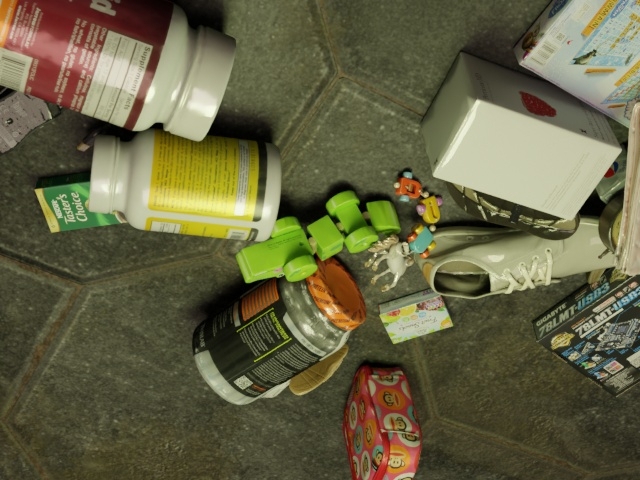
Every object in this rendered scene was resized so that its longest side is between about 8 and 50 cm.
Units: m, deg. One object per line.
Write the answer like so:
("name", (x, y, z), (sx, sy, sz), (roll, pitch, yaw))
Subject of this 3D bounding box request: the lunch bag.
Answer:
("lunch bag", (0.132, 0.457, 2.202), (0.120, 0.293, 0.258), (6, 128, -14))

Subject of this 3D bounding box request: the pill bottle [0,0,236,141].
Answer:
("pill bottle", (-0.353, -0.313, 1.585), (0.392, 0.224, 0.224), (18, 126, -17))

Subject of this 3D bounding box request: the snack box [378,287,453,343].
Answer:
("snack box", (0.210, 0.165, 2.129), (0.141, 0.037, 0.100), (-19, 129, 12))

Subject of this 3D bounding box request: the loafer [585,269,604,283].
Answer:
("loafer", (0.597, 0.033, 2.031), (0.050, 0.056, 0.148), (9, 129, -2))

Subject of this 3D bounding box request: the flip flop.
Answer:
("flip flop", (0.373, -0.088, 1.883), (0.277, 0.080, 0.112), (21, 131, 8))

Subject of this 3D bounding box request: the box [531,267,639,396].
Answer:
("box", (0.678, 0.193, 2.157), (0.293, 0.073, 0.295), (34, 120, -26))

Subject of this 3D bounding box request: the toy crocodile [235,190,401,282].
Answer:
("toy crocodile", (0.000, 0.000, 1.900), (0.341, 0.115, 0.105), (-23, 159, -13))

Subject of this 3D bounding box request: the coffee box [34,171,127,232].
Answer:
("coffee box", (-0.452, -0.078, 1.889), (0.184, 0.040, 0.113), (-6, 129, 2))

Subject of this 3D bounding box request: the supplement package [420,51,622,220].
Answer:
("supplement package", (0.358, -0.189, 1.757), (0.293, 0.177, 0.175), (16, 127, -16))

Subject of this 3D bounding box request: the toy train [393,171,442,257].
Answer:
("toy train", (0.180, -0.047, 1.918), (0.125, 0.166, 0.046), (9, 174, -34))

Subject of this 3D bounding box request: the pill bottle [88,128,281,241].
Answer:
("pill bottle", (-0.250, -0.105, 1.775), (0.334, 0.187, 0.187), (6, 129, -13))

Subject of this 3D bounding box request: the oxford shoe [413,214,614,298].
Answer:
("oxford shoe", (0.413, 0.044, 1.949), (0.450, 0.130, 0.169), (-4, 135, 10))

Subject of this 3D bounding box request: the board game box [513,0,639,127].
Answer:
("board game box", (0.563, -0.372, 1.691), (0.318, 0.065, 0.318), (25, 123, -22))

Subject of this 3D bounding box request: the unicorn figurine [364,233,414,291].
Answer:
("unicorn figurine", (0.145, 0.045, 1.945), (0.111, 0.060, 0.162), (-41, 155, -19))

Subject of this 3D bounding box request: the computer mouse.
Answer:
("computer mouse", (-0.504, -0.222, 1.761), (0.262, 0.060, 0.184), (-36, 119, 10))

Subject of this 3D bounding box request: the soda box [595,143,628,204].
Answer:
("soda box", (0.664, -0.065, 1.927), (0.286, 0.098, 0.091), (34, 120, -27))

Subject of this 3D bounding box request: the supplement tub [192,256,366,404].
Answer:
("supplement tub", (-0.085, 0.183, 2.018), (0.338, 0.207, 0.207), (-33, 124, 22))

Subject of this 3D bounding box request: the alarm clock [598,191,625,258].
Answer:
("alarm clock", (0.599, -0.048, 1.828), (0.130, 0.064, 0.192), (10, 111, -17))

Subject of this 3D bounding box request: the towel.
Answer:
("towel", (0.678, -0.094, 1.784), (0.332, 0.053, 0.316), (0, 101, -33))

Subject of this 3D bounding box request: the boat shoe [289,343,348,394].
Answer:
("boat shoe", (-0.002, 0.292, 2.160), (0.170, 0.063, 0.059), (-38, 156, -25))

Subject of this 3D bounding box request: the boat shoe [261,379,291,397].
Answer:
("boat shoe", (-0.083, 0.284, 2.195), (0.076, 0.083, 0.226), (15, 137, -35))
